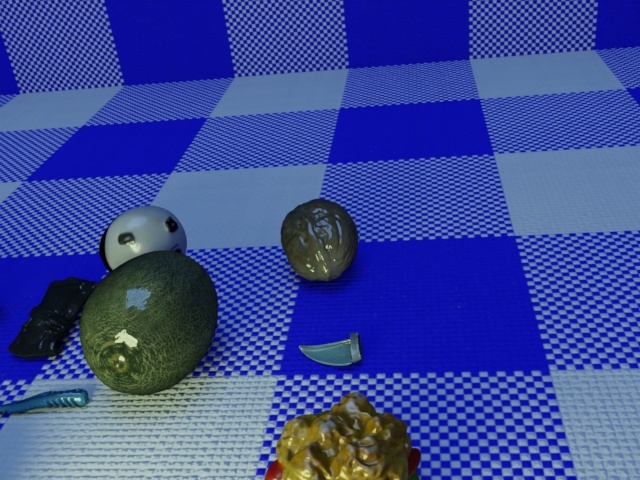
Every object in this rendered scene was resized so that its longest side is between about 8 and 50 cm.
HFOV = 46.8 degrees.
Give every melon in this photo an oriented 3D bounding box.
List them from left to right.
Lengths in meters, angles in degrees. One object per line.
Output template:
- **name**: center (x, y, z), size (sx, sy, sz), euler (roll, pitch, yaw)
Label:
- **melon**: center (-0.321, 0.148, 1.417), size (0.249, 0.248, 0.329), euler (-2, 27, 9)

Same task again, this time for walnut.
- **walnut**: center (0.000, 0.002, 1.694), size (0.178, 0.178, 0.230), euler (-9, 41, -4)

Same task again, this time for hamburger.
- **hamburger**: center (0.034, 0.333, 1.101), size (0.237, 0.149, 0.237), euler (-4, 30, 3)

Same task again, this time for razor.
- **razor**: center (-0.564, 0.304, 1.396), size (0.253, 0.042, 0.082), euler (-4, -12, 2)

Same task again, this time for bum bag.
- **bum bag**: center (-0.581, 0.167, 1.625), size (0.123, 0.060, 0.248), euler (-1, 31, 14)

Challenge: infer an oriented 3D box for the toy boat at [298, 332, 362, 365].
- **toy boat**: center (0.020, 0.219, 1.438), size (0.122, 0.034, 0.096), euler (-13, 28, 7)

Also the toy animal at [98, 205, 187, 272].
- **toy animal**: center (-0.411, 0.006, 1.709), size (0.187, 0.165, 0.235), euler (-25, 8, -26)
